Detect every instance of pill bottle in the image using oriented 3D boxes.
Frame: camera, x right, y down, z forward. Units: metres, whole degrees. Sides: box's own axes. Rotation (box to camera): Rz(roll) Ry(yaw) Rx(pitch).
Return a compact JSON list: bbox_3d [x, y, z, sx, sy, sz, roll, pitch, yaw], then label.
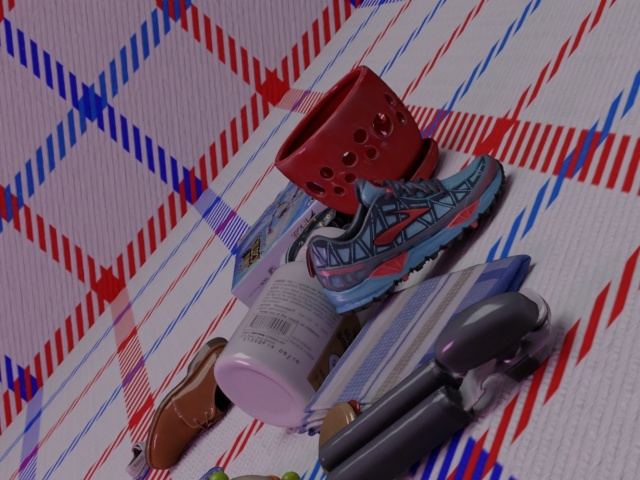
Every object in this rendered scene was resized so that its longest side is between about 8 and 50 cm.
[{"bbox_3d":[-0.019,0.099,1.772,0.131,0.131,0.229,-33,21,55],"label":"pill bottle"}]

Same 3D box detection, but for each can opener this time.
[{"bbox_3d":[0.096,0.134,1.334,0.280,0.093,0.074,-45,32,24],"label":"can opener"}]

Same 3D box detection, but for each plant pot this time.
[{"bbox_3d":[0.060,-0.122,2.056,0.191,0.174,0.191,-48,12,13],"label":"plant pot"}]

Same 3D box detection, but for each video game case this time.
[{"bbox_3d":[-0.046,-0.026,2.431,0.244,0.061,0.269,-49,12,12],"label":"video game case"}]

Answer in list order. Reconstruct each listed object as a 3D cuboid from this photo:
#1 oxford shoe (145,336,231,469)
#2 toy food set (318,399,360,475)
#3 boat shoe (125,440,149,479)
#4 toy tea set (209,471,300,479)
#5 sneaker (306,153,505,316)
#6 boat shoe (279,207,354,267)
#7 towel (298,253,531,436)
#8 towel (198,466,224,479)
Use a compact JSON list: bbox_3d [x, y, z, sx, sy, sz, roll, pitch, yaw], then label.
[{"bbox_3d":[-0.176,0.243,2.079,0.076,0.076,0.212,38,100,39],"label":"oxford shoe"},{"bbox_3d":[0.022,0.202,1.484,0.083,0.020,0.083,162,115,-64],"label":"toy food set"},{"bbox_3d":[-0.270,0.321,2.244,0.035,0.035,0.100,-40,16,40],"label":"boat shoe"},{"bbox_3d":[-0.134,0.328,1.342,0.200,0.124,0.336,-31,9,27],"label":"toy tea set"},{"bbox_3d":[0.097,-0.032,1.702,0.262,0.125,0.104,-38,7,-12],"label":"sneaker"},{"bbox_3d":[0.000,0.000,2.164,0.083,0.065,0.183,-43,13,37],"label":"boat shoe"},{"bbox_3d":[0.095,0.115,1.548,0.209,0.034,0.285,-53,14,-25],"label":"towel"},{"bbox_3d":[-0.179,0.357,1.584,0.243,0.040,0.336,-51,-6,-14],"label":"towel"}]
